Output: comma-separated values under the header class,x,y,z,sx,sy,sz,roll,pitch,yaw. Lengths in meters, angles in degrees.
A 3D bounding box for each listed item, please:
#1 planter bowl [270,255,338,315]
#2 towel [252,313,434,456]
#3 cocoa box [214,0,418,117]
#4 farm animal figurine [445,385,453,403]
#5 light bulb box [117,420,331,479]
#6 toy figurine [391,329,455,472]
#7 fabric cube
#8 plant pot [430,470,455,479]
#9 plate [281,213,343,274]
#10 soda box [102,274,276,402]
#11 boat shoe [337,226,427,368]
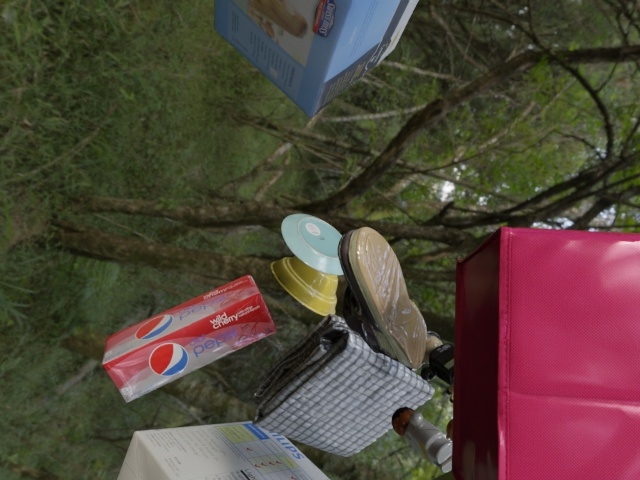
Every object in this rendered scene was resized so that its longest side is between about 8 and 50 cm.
class,x,y,z,sx,sy,sz,roll,pitch,yaw
planter bowl,-0.020,0.095,1.392,0.090,0.217,0.217,-51,172,12
towel,0.036,0.279,1.007,0.283,0.235,0.121,-48,-155,25
cocoa box,0.010,-0.387,0.717,0.228,0.231,0.347,-45,176,-20
farm animal figurine,0.512,0.377,1.285,0.326,0.331,0.172,-127,-134,-59
light bulb box,-0.179,0.566,1.068,0.361,0.358,0.225,16,97,-47
toy figurine,0.233,0.269,0.874,0.148,0.213,0.209,26,-80,60
fabric cube,0.270,0.131,0.485,0.254,0.258,0.258,45,48,-79
plant pot,0.411,0.677,1.310,0.275,0.294,0.274,28,52,-44
plate,0.000,0.000,1.167,0.024,0.188,0.188,-54,179,33
soda box,-0.214,0.156,0.862,0.083,0.263,0.092,69,-11,-23
boat shoe,0.075,0.092,0.741,0.285,0.092,0.102,57,41,-43
